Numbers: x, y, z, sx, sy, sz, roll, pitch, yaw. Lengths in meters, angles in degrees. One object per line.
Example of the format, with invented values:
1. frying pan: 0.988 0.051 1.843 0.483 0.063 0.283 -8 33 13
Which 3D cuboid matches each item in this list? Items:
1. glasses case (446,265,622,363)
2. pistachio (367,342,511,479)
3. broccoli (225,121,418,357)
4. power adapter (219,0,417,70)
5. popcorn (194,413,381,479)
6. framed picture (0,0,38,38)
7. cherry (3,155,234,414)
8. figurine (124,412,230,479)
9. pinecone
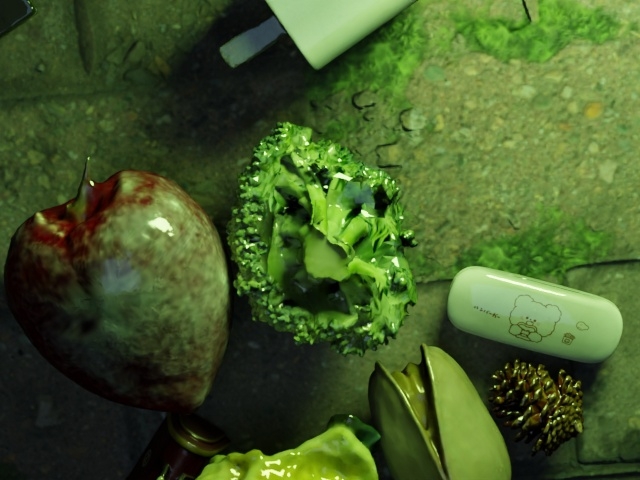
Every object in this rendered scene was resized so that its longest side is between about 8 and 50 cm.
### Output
1. glasses case: 0.234 0.081 1.393 0.193 0.049 0.074 15 103 0
2. pistachio: 0.128 0.215 1.393 0.129 0.131 0.206 -26 94 2
3. broccoli: -0.001 -0.002 1.331 0.197 0.176 0.226 -11 126 -10
4. power adapter: -0.011 -0.242 1.297 0.205 0.130 0.125 -34 98 10
5. popcorn: -0.057 0.369 1.368 0.292 0.237 0.293 3 125 4
6. framed picture: -0.518 -0.268 1.390 0.347 0.016 0.265 -32 99 10
7. cherry: -0.203 0.055 1.345 0.230 0.203 0.300 -25 108 3
8. figurine: -0.175 0.278 1.448 0.082 0.098 0.154 31 101 -6
9. pinecone: 0.239 0.177 1.396 0.102 0.102 0.109 -43 86 12
